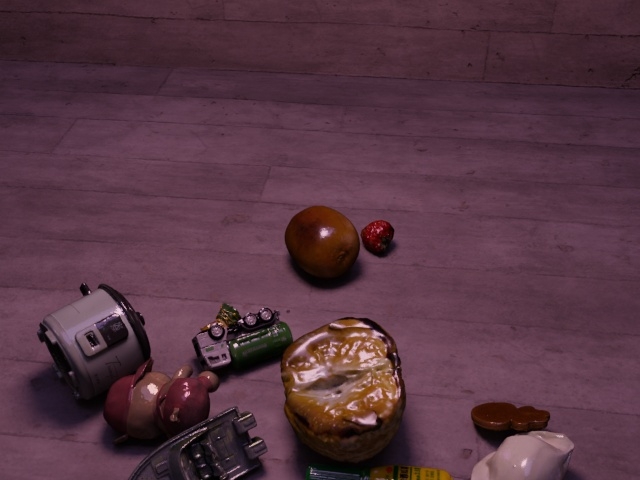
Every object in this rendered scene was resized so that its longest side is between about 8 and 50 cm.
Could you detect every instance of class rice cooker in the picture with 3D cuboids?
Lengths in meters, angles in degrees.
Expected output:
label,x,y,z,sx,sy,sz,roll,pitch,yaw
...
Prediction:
label,x,y,z,sx,sy,sz,roll,pitch,yaw
rice cooker,-0.528,0.238,1.841,0.227,0.241,0.280,-29,84,-29

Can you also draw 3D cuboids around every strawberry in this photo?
label,x,y,z,sx,sy,sz,roll,pitch,yaw
strawberry,0.168,-0.016,2.289,0.106,0.106,0.106,0,37,0

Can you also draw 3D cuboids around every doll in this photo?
label,x,y,z,sx,sy,sz,roll,pitch,yaw
doll,-0.361,0.368,1.736,0.256,0.152,0.196,0,45,19
doll,-0.255,0.229,2.014,0.078,0.076,0.113,22,72,33

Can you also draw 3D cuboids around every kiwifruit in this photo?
label,x,y,z,sx,sy,sz,roll,pitch,yaw
kiwifruit,0.000,0.000,2.194,0.196,0.196,0.234,-25,39,-29

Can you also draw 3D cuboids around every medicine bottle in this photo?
label,x,y,z,sx,sy,sz,roll,pitch,yaw
medicine bottle,0.121,0.512,1.602,0.309,0.076,0.111,4,30,7

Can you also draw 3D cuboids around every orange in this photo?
label,x,y,z,sx,sy,sz,roll,pitch,yaw
orange,0.054,0.346,1.713,0.271,0.210,0.368,-9,39,0

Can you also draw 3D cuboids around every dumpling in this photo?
label,x,y,z,sx,sy,sz,roll,pitch,yaw
dumpling,0.409,0.481,1.611,0.252,0.131,0.179,-36,27,-34

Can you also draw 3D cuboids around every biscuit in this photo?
label,x,y,z,sx,sy,sz,roll,pitch,yaw
biscuit,0.429,0.404,1.743,0.175,0.026,0.124,0,12,26

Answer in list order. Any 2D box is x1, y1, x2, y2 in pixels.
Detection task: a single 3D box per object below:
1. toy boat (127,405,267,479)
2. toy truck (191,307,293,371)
label,x,y,z,sx,sy,sz,roll,pitch,yaw
toy boat,-0.271,0.472,1.608,0.320,0.141,0.092,-24,6,-25
toy truck,-0.192,0.253,1.925,0.243,0.101,0.124,-16,81,-22
